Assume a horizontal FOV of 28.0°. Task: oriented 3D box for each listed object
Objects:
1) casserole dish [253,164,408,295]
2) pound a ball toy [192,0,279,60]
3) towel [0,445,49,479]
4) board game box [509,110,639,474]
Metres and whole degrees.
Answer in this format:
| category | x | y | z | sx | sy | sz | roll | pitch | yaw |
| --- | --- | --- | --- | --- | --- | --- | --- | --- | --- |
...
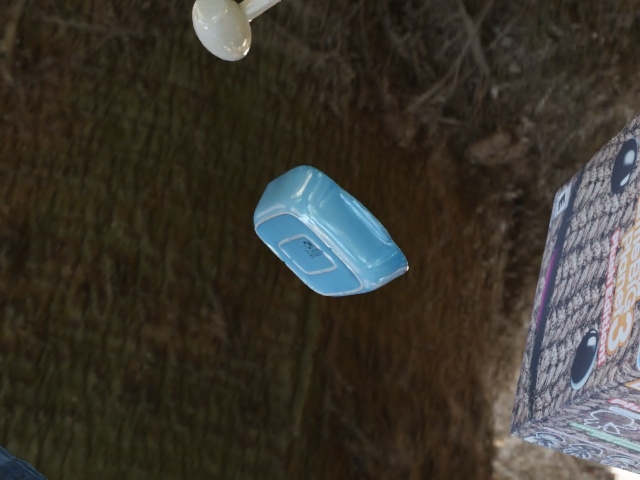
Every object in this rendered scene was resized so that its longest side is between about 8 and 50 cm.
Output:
| category | x | y | z | sx | sy | sz | roll | pitch | yaw |
| --- | --- | --- | --- | --- | --- | --- | --- | --- | --- |
| casserole dish | 0.000 | 0.000 | 0.996 | 0.114 | 0.037 | 0.188 | 45 | 165 | -8 |
| pound a ball toy | -0.005 | -0.301 | 1.176 | 0.319 | 0.208 | 0.136 | -29 | 158 | -8 |
| towel | -0.196 | 0.145 | 0.741 | 0.119 | 0.067 | 0.029 | 23 | 119 | 40 |
| board game box | 0.273 | 0.035 | 0.973 | 0.141 | 0.232 | 0.291 | 17 | 159 | -5 |
